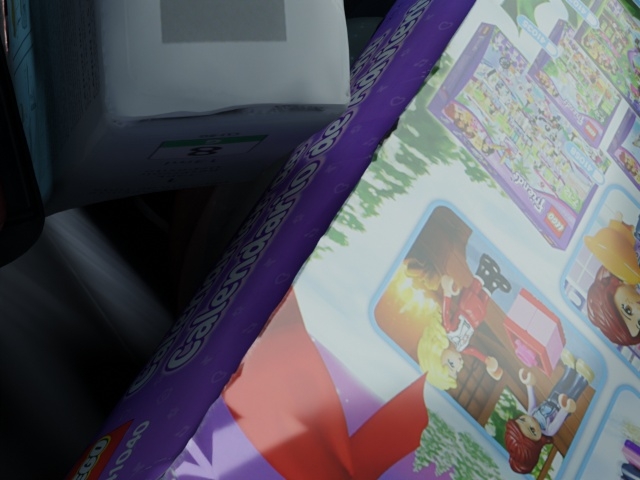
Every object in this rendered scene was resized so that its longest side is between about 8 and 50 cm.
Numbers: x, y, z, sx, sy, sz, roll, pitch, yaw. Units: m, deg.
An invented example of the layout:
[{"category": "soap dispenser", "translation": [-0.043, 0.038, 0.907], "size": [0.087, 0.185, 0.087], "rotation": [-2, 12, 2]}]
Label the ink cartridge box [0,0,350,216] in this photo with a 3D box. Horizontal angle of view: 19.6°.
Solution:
[{"category": "ink cartridge box", "translation": [-0.049, -0.098, 0.455], "size": [0.224, 0.056, 0.181], "rotation": [153, -67, -76]}]

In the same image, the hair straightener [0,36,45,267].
[{"category": "hair straightener", "translation": [-0.113, -0.100, 0.442], "size": [0.089, 0.047, 0.230], "rotation": [45, 26, -84]}]

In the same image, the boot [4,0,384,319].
[{"category": "boot", "translation": [-0.060, -0.092, 0.721], "size": [0.445, 0.146, 0.367], "rotation": [52, 0, 28]}]

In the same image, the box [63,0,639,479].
[{"category": "box", "translation": [0.097, 0.085, 0.426], "size": [0.293, 0.057, 0.201], "rotation": [45, 48, -14]}]
